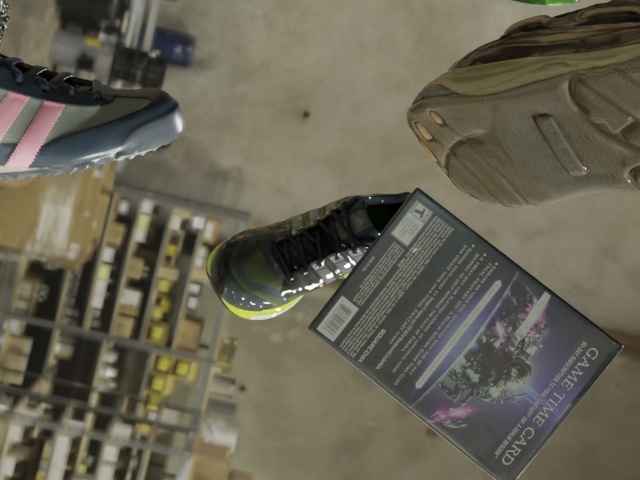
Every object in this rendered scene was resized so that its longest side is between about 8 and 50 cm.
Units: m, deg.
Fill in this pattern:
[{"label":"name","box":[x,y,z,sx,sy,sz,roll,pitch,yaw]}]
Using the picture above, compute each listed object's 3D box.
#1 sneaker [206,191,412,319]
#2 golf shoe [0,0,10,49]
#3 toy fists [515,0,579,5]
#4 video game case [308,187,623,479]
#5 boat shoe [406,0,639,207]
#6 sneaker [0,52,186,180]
[{"label":"sneaker","box":[0.000,0.000,1.231,0.111,0.300,0.121,60,-39,10]},{"label":"golf shoe","box":[-0.351,-0.236,1.051,0.077,0.094,0.198,-104,-145,-68]},{"label":"toy fists","box":[0.173,-0.319,1.022,0.279,0.096,0.142,-136,-138,-57]},{"label":"video game case","box":[0.151,0.103,1.145,0.196,0.274,0.026,-52,172,5]},{"label":"boat shoe","box":[0.207,-0.101,0.644,0.355,0.132,0.130,7,-126,47]},{"label":"sneaker","box":[-0.274,-0.123,0.911,0.112,0.319,0.131,-135,-141,-63]}]
